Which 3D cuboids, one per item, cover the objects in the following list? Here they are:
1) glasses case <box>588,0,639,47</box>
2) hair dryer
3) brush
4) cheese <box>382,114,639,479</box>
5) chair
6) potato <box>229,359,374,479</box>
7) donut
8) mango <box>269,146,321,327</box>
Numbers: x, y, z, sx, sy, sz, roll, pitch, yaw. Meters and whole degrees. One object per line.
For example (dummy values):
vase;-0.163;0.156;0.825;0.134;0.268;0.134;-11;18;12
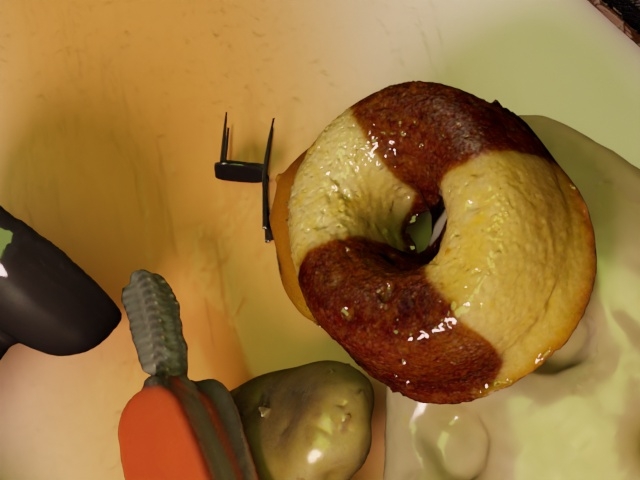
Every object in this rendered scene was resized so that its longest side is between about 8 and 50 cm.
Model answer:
glasses case;0.228;-0.192;0.721;0.122;0.082;0.321;-42;73;-1
hair dryer;-0.211;0.163;0.723;0.284;0.156;0.320;34;77;-29
brush;-0.070;0.158;0.637;0.070;0.051;0.323;-38;57;30
cheese;0.109;0.106;0.663;0.351;0.129;0.328;-35;70;2
chair;-0.052;-0.042;0.766;0.042;0.037;0.086;0;74;-2
potato;-0.019;0.120;0.689;0.138;0.070;0.091;-13;43;41
donut;0.055;-0.005;0.614;0.166;0.073;0.184;-29;55;23
mango;0.000;0.000;0.726;0.063;0.077;0.127;-4;71;-6
